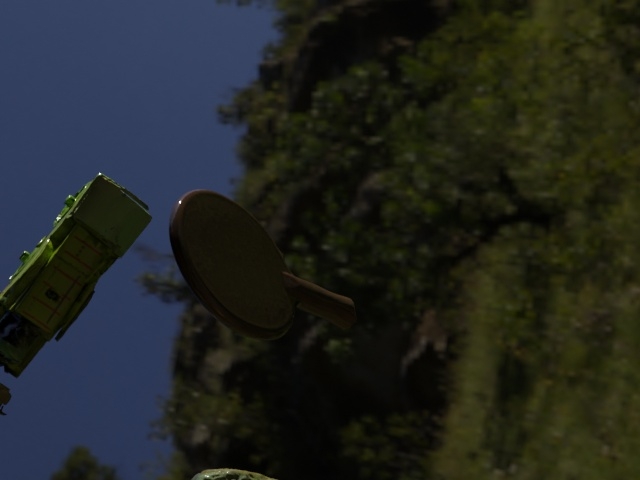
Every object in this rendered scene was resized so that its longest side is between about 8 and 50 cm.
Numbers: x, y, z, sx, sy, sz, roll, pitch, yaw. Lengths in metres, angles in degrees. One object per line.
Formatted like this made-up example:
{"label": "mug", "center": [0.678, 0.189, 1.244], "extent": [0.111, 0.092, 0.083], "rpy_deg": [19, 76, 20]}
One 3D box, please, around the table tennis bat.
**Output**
{"label": "table tennis bat", "center": [0.000, 0.000, 1.034], "extent": [0.170, 0.119, 0.108], "rpy_deg": [26, -139, -44]}

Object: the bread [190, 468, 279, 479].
{"label": "bread", "center": [-0.076, 0.193, 0.894], "extent": [0.156, 0.110, 0.103], "rpy_deg": [-53, -7, -38]}

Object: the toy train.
{"label": "toy train", "center": [-0.197, 0.070, 0.992], "extent": [0.053, 0.085, 0.250], "rpy_deg": [37, -99, -12]}
